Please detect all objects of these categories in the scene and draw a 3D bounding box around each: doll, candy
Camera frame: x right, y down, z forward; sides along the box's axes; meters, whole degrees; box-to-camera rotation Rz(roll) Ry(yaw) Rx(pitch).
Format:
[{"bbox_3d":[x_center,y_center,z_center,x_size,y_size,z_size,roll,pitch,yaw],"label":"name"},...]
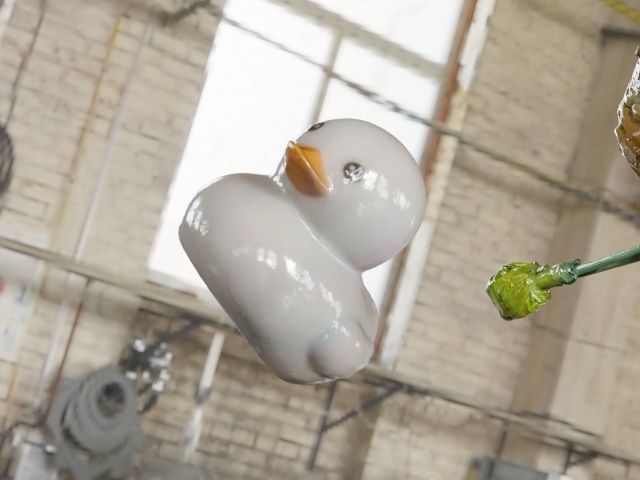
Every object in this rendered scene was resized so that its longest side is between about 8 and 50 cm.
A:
[{"bbox_3d":[0.000,0.000,1.144,0.221,0.221,0.251,11,-28,27],"label":"doll"},{"bbox_3d":[0.309,0.040,1.633,0.077,0.073,0.262,-20,-2,-39],"label":"candy"}]

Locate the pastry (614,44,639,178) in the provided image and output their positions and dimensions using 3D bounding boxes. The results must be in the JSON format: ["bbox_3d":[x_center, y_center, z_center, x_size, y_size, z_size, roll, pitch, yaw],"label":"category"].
[{"bbox_3d":[0.485,-0.178,1.536,0.255,0.310,0.162,6,21,-16],"label":"pastry"}]
